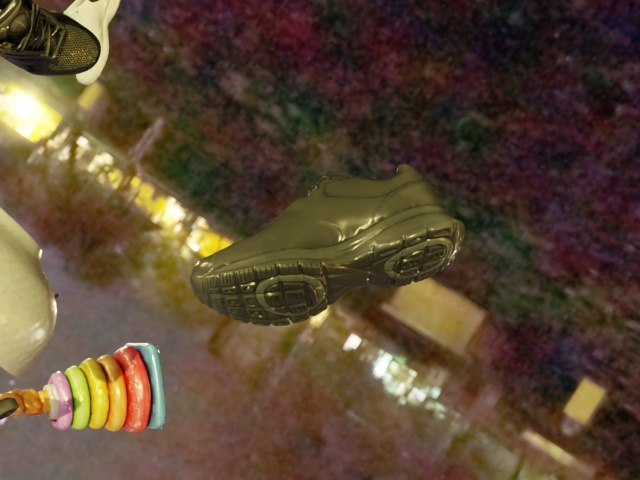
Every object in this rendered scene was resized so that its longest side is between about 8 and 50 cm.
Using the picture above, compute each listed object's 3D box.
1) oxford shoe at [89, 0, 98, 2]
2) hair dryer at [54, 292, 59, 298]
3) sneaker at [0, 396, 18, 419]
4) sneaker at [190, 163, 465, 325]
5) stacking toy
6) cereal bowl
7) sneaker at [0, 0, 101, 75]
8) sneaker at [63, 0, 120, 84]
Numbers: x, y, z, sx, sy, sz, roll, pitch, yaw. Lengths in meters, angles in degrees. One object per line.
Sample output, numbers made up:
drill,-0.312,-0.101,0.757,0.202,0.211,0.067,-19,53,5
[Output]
oxford shoe,-0.315,-0.345,1.148,0.227,0.096,0.083,39,-173,11
hair dryer,-0.515,0.178,1.602,0.080,0.293,0.223,31,164,24
sneaker,-0.512,0.230,1.450,0.051,0.170,0.089,46,-161,-79
sneaker,0.000,0.000,1.092,0.109,0.286,0.130,93,158,-52
stacking toy,-0.442,0.285,1.901,0.302,0.165,0.175,-5,178,-30
cereal bowl,-0.451,0.010,1.282,0.339,0.141,0.339,36,165,12
sneaker,-0.356,-0.251,1.269,0.227,0.087,0.130,21,-176,-42
sneaker,-0.459,-0.412,2.023,0.094,0.212,0.080,9,-175,-45
